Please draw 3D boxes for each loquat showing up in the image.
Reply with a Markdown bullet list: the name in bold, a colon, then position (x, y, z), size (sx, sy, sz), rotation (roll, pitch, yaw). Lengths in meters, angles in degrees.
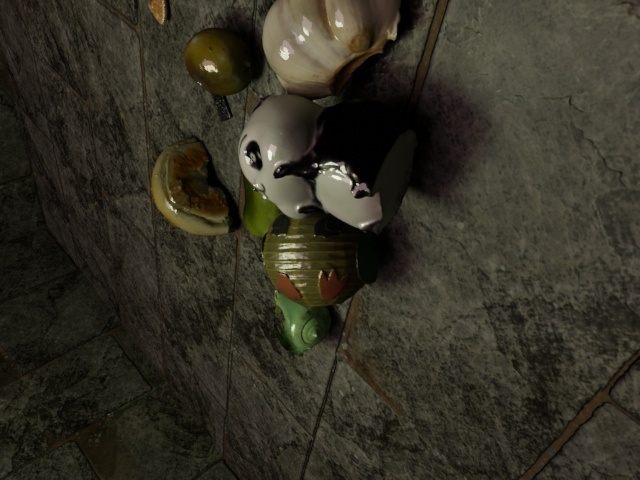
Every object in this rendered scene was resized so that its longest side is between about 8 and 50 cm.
- **loquat**: position (-0.240, -0.416, 1.276), size (0.195, 0.152, 0.152), rotation (17, 127, 30)

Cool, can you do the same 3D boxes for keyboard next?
- **keyboard**: position (-0.283, -0.411, 1.448), size (0.060, 0.018, 0.195), rotation (-3, 110, 56)

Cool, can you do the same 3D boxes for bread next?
- **bread**: position (-0.395, -0.131, 1.625), size (0.171, 0.192, 0.314), rotation (-31, 87, 54)

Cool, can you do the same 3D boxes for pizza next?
- **pizza**: position (-0.435, -0.632, 1.485), size (0.078, 0.025, 0.083), rotation (34, 130, 28)

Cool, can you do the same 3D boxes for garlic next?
- **garlic**: position (-0.005, -0.380, 0.971), size (0.281, 0.184, 0.203), rotation (-46, 53, 56)

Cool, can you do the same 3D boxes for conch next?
- **conch**: position (-0.072, 0.223, 1.496), size (0.250, 0.137, 0.143), rotation (-1, 113, 52)

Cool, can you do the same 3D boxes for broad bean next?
- **broad bean**: position (-0.125, -0.126, 1.301), size (0.291, 0.119, 0.238), rotation (97, 165, -45)

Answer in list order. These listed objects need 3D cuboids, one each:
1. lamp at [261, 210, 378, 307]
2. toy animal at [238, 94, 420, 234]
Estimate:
- **lamp**: position (0.000, 0.000, 1.180), size (0.250, 0.250, 0.284), rotation (-3, 87, 53)
- **toy animal**: position (0.000, -0.151, 1.013), size (0.310, 0.251, 0.251), rotation (20, 130, 21)
